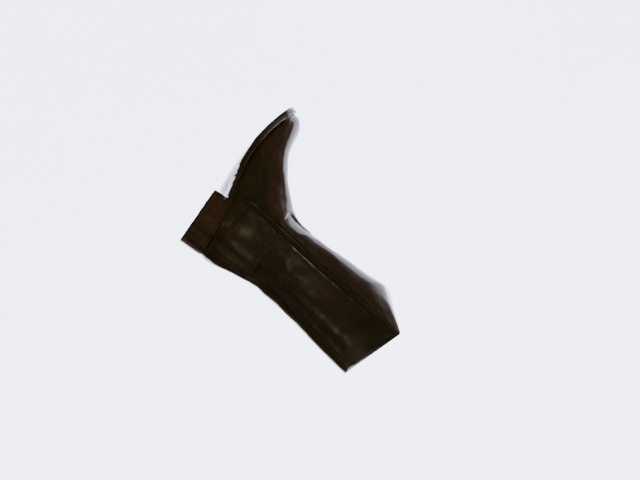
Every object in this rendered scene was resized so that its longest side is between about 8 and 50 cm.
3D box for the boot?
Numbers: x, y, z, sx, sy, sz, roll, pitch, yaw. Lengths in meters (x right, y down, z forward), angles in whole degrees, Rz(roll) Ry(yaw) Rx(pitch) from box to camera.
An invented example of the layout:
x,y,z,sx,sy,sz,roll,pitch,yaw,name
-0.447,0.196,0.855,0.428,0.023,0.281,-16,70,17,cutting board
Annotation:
x,y,z,sx,sy,sz,roll,pitch,yaw,name
0.000,0.000,0.841,0.114,0.037,0.106,36,-123,-3,boot
